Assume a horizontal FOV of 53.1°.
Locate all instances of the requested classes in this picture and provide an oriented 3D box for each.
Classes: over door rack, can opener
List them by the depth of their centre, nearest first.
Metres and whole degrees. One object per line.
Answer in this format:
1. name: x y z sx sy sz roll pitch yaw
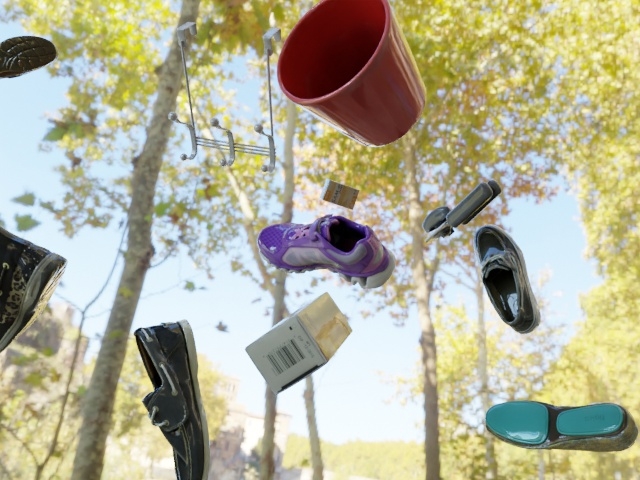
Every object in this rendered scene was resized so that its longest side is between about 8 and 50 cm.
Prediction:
1. over door rack: -0.221 -0.321 1.460 0.239 0.324 0.108 11 24 17
2. can opener: 0.366 -0.086 1.733 0.076 0.095 0.283 -16 -22 -36

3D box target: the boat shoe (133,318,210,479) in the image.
1. boat shoe: -0.199 0.222 0.850 0.079 0.233 0.084 -2 -22 -33

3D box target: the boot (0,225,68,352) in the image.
1. boot: -0.490 0.053 0.939 0.178 0.085 0.236 38 -56 -9

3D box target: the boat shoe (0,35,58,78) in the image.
1. boat shoe: -0.572 -0.337 1.193 0.177 0.064 0.060 -13 6 2

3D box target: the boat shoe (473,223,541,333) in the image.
1. boat shoe: 0.489 0.085 1.711 0.121 0.335 0.119 -35 -38 25

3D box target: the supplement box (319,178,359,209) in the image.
1. supplement box: 0.054 -0.131 1.820 0.098 0.062 0.036 16 8 -20

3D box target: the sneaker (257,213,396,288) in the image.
1. sneaker: 0.000 0.000 1.012 0.236 0.095 0.105 10 -31 26

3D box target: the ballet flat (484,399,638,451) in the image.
1. ballet flat: 0.553 0.438 1.481 0.348 0.123 0.123 -15 -33 42

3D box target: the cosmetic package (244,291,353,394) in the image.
1. cosmetic package: -0.040 0.231 1.501 0.153 0.129 0.296 -35 -3 16

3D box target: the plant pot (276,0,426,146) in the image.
1. plant pot: 0.083 -0.338 1.337 0.274 0.275 0.243 -6 -27 34
